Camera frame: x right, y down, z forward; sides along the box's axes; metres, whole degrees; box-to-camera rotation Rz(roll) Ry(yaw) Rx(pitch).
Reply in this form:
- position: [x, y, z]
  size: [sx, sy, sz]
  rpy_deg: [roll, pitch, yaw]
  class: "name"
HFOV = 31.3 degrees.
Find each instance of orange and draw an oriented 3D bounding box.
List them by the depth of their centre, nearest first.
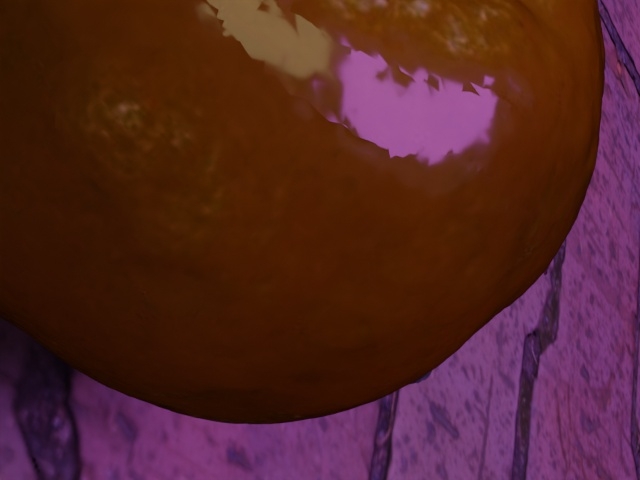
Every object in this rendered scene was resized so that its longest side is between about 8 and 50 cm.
- position: [-0.031, -0.067, 0.437]
  size: [0.279, 0.235, 0.279]
  rpy_deg: [18, 55, -28]
  class: "orange"

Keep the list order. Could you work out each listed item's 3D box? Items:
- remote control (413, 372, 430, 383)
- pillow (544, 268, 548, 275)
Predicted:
- position: [0.000, 0.000, 0.649]
  size: [0.247, 0.052, 0.104]
  rpy_deg: [45, 46, -39]
  class: "remote control"
- position: [0.158, -0.070, 0.924]
  size: [0.185, 0.043, 0.118]
  rpy_deg: [64, 29, -30]
  class: "pillow"
